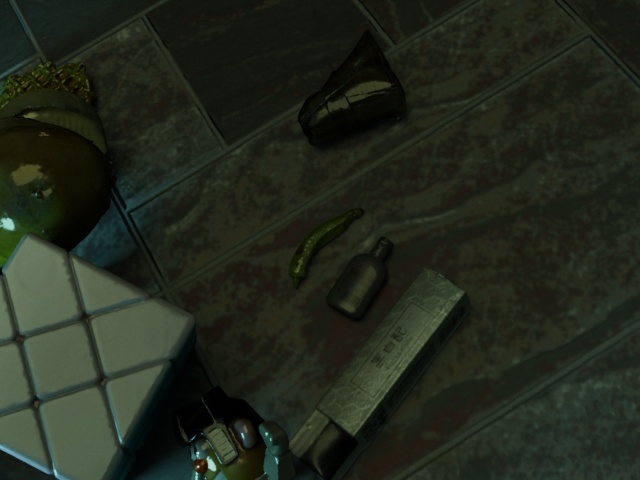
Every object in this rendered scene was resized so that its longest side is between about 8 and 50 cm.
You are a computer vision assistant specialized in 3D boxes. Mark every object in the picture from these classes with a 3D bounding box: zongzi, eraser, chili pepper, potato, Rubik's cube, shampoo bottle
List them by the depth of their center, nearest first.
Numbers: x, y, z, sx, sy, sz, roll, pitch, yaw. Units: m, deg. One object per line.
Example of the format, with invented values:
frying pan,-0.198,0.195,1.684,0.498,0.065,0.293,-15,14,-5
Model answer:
Rubik's cube,-0.419,0.220,1.455,0.318,0.316,0.322,27,72,-1
eraser,0.106,0.237,1.501,0.096,0.098,0.404,34,76,27
potato,-0.576,-0.077,1.555,0.396,0.296,0.290,-12,101,-2
shampoo bottle,0.082,0.067,1.615,0.080,0.040,0.165,28,74,23
chili pepper,-0.001,-0.001,1.664,0.049,0.043,0.208,32,75,36
zongzi,0.041,-0.325,1.769,0.220,0.112,0.242,-22,56,2

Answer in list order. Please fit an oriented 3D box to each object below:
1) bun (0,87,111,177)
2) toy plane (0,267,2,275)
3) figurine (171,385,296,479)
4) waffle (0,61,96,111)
bun,-0.562,-0.193,1.775,0.259,0.259,0.152,-28,31,-1
toy plane,-0.715,0.012,1.784,0.155,0.106,0.382,6,62,2
figurine,-0.127,0.378,1.422,0.308,0.143,0.309,6,102,29
waffle,-0.623,-0.292,1.924,0.254,0.052,0.245,-8,68,9
